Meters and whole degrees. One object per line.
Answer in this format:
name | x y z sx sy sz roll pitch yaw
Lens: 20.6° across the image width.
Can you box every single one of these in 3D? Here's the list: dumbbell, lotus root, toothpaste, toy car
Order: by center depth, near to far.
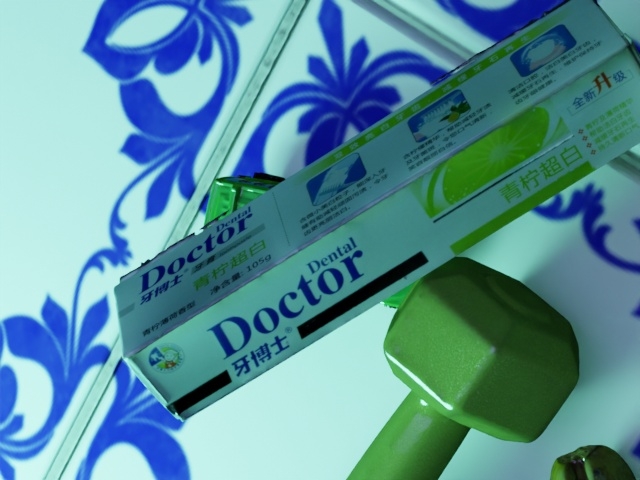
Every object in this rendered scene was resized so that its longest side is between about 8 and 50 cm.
lotus root | 0.164 0.167 1.016 0.054 0.049 0.099 -21 76 21
toothpaste | 0.036 -0.020 1.022 0.336 0.067 0.081 -32 30 8
dumbbell | 0.038 0.152 1.061 0.108 0.121 0.302 33 107 -1
toy car | 0.000 0.000 1.118 0.165 0.062 0.071 13 94 32
